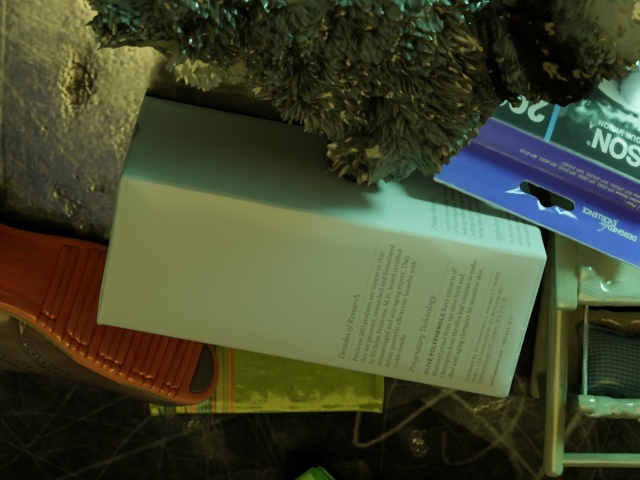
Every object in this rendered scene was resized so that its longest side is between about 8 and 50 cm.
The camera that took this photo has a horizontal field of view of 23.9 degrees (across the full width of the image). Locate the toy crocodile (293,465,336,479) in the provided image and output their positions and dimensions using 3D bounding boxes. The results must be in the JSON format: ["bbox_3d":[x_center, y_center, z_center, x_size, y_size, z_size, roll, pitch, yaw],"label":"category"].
[{"bbox_3d":[0.075,0.367,1.577,0.115,0.105,0.340,-34,111,16],"label":"toy crocodile"}]

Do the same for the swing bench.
[{"bbox_3d":[0.332,0.073,1.397,0.253,0.165,0.254,0,116,1],"label":"swing bench"}]

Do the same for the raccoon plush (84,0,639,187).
[{"bbox_3d":[0.028,-0.218,1.156,0.299,0.216,0.446,24,152,-27],"label":"raccoon plush"}]

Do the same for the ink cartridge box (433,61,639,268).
[{"bbox_3d":[0.223,-0.109,1.308,0.206,0.045,0.208,22,72,-10],"label":"ink cartridge box"}]

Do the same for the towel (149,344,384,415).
[{"bbox_3d":[-0.055,0.130,1.510,0.237,0.021,0.102,-1,117,1],"label":"towel"}]

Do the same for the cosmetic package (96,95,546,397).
[{"bbox_3d":[0.000,0.000,1.350,0.366,0.197,0.155,10,117,-2],"label":"cosmetic package"}]

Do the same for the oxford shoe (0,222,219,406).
[{"bbox_3d":[-0.271,0.071,1.447,0.364,0.130,0.132,29,135,-10],"label":"oxford shoe"}]
